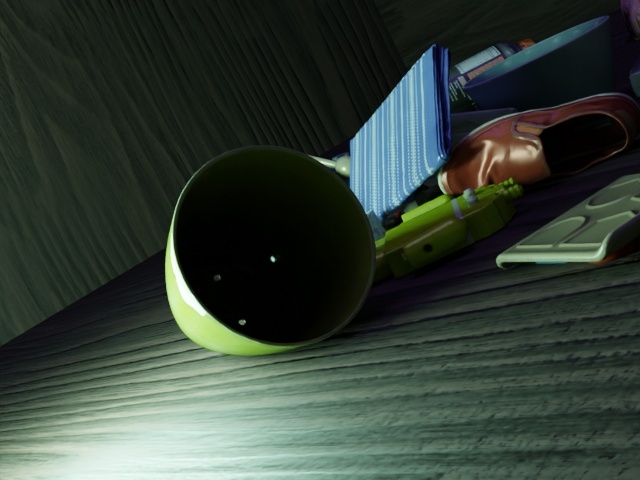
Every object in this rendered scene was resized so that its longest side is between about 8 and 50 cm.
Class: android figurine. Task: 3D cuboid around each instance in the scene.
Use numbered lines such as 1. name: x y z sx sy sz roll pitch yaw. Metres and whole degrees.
1. android figurine: 0.180 -0.019 1.436 0.273 0.056 0.248 -27 8 12

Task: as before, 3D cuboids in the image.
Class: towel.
1. towel: 0.138 -0.161 1.674 0.040 0.243 0.336 13 -31 -20

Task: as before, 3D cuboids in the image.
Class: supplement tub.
1. supplement tub: 0.367 -0.326 2.182 0.316 0.193 0.193 -26 9 5

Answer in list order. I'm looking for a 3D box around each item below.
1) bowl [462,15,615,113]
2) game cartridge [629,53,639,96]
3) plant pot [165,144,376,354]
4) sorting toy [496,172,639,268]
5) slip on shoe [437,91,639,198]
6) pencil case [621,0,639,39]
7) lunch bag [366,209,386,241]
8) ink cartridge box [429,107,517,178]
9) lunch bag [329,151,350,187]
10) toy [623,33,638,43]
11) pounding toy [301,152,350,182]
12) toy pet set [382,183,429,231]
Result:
1. bowl: 0.459 -0.305 1.890 0.312 0.163 0.311 -27 8 4
2. game cartridge: 0.726 -0.372 1.831 0.230 0.068 0.355 -26 8 32
3. plant pot: -0.106 0.051 1.336 0.275 0.274 0.293 -32 -5 -29
4. sorting toy: 0.373 -0.046 1.088 0.307 0.041 0.229 -30 5 -19
5. slip on shoe: 0.334 -0.140 1.482 0.332 0.123 0.101 -17 17 24
6. pencil case: 0.653 -0.440 1.744 0.167 0.160 0.386 -12 11 11
7. lunch bag: 0.071 -0.004 1.612 0.083 0.071 0.053 -31 5 -10
8. ink cartridge box: 0.245 -0.187 1.827 0.197 0.114 0.273 -7 6 -7
9. lunch bag: 0.137 -0.174 2.268 0.243 0.114 0.303 -26 10 -5
10. toy: 0.829 -0.497 2.170 0.237 0.056 0.137 -13 -18 -6
11. pounding toy: -0.010 -0.072 2.076 0.183 0.110 0.236 5 58 15
12. toy pet set: 0.142 -0.065 1.770 0.114 0.065 0.122 -19 13 43
